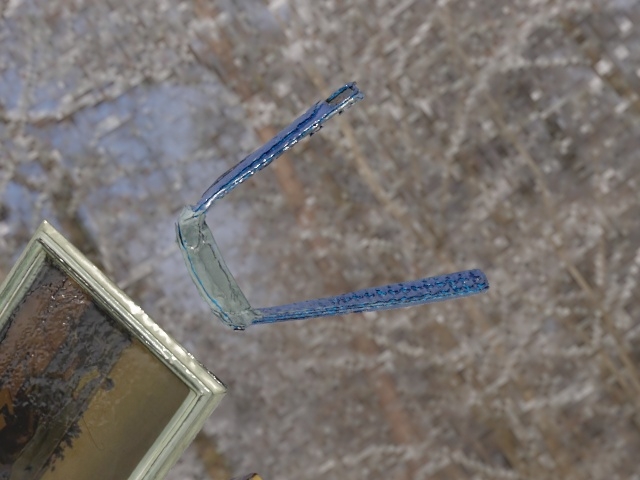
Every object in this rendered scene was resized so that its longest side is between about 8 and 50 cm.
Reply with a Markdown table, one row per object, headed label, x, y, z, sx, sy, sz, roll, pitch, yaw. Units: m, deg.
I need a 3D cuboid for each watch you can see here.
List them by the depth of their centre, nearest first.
| label | x | y | z | sx | sy | sz | roll | pitch | yaw |
| --- | --- | --- | --- | --- | --- | --- | --- | --- | --- |
| watch | 0.002 | 0.013 | 1.790 | 0.274 | 0.276 | 0.068 | -35 | 8 | -4 |

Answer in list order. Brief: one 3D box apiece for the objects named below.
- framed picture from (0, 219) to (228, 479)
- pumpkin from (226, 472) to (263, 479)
| label | x | y | z | sx | sy | sz | roll | pitch | yaw |
| --- | --- | --- | --- | --- | --- | --- | --- | --- | --- |
| framed picture | -0.205 | 0.141 | 1.196 | 0.252 | 0.197 | 0.014 | -55 | -19 | 16 |
| pumpkin | -0.047 | 0.374 | 1.706 | 0.131 | 0.248 | 0.126 | -36 | 18 | 35 |
